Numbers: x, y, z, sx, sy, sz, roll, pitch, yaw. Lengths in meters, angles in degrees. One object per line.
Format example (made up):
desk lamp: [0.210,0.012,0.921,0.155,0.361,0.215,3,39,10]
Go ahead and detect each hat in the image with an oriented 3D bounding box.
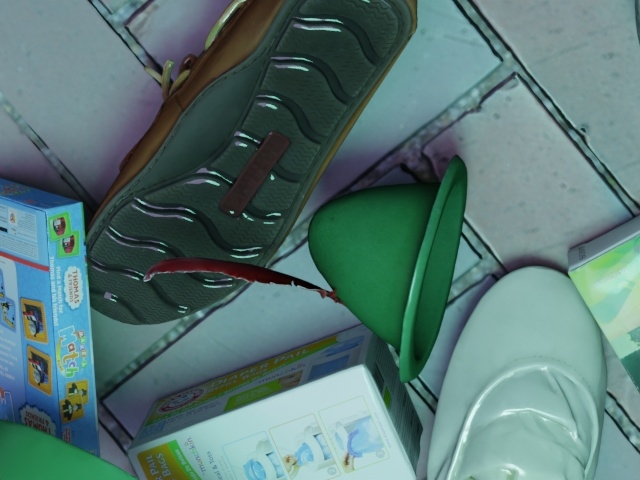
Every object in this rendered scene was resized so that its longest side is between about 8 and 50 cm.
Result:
hat: [0.000,0.000,1.433,0.183,0.208,0.173,13,74,11]

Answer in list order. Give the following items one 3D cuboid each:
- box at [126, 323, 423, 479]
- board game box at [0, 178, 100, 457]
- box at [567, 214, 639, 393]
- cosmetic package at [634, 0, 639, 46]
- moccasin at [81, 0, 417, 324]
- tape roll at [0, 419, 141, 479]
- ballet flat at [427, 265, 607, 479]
box: [-0.034,0.157,1.516,0.203,0.114,0.103,-21,102,11]
board game box: [-0.235,0.062,1.510,0.160,0.039,0.211,16,112,48]
box: [0.366,0.094,1.474,0.232,0.058,0.322,-30,98,14]
cosmetic package: [0.294,-0.231,1.347,0.151,0.151,0.183,-2,106,8]
moccasin: [-0.066,-0.087,1.447,0.139,0.147,0.380,24,120,-15]
tape roll: [-0.149,0.260,1.467,0.321,0.321,0.077,36,68,-3]
ballet flat: [0.136,0.220,1.460,0.139,0.139,0.400,18,93,3]
